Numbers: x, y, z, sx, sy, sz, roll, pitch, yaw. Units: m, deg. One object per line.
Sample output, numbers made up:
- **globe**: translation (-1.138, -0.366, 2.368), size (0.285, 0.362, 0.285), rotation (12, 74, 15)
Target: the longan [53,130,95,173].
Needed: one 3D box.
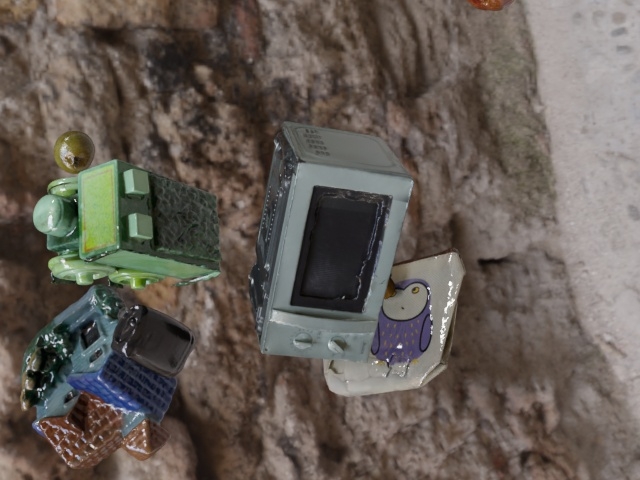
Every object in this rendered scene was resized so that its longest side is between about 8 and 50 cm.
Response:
- **longan**: translation (-0.419, -0.148, 1.348), size (0.083, 0.075, 0.075), rotation (-119, 35, -50)

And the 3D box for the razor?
- **razor**: translation (-0.256, 0.157, 1.231), size (0.054, 0.148, 0.090), rotation (19, 75, 32)

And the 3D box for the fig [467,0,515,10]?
- **fig**: translation (0.326, -0.501, 1.473), size (0.128, 0.128, 0.150), rotation (49, 125, 32)

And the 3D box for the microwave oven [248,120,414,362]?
- **microwave oven**: translation (0.000, 0.000, 0.824), size (0.162, 0.123, 0.208), rotation (-113, 33, -64)

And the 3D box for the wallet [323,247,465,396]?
- **wallet**: translation (0.113, 0.149, 1.455), size (0.335, 0.068, 0.274), rotation (-16, 58, 37)

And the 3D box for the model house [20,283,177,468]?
- **model house**: translation (-0.440, 0.315, 1.559), size (0.251, 0.295, 0.329), rotation (53, 180, -35)

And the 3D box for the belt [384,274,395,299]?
- **belt**: translation (0.099, 0.075, 1.439), size (0.083, 0.059, 0.036), rotation (28, 160, 52)

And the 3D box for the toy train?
- **toy train**: translation (-0.271, -0.016, 1.141), size (0.188, 0.272, 0.159), rotation (-14, 73, 28)
